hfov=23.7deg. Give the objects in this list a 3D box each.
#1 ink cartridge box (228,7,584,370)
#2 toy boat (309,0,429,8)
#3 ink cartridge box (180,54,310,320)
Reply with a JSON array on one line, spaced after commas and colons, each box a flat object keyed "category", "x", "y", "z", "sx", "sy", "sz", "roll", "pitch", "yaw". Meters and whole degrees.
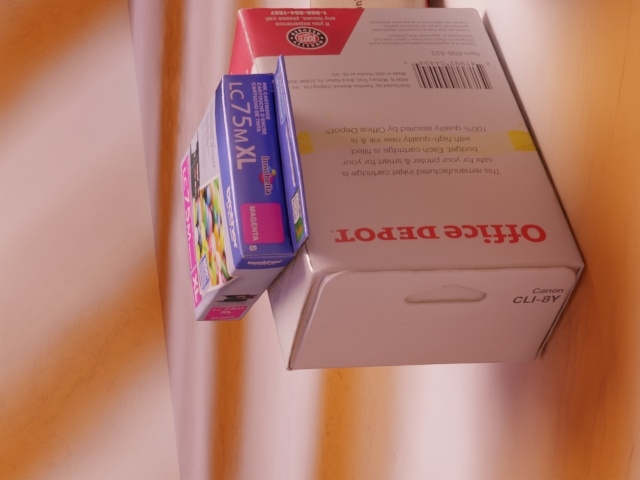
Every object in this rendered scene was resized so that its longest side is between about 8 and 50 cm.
[{"category": "ink cartridge box", "x": 0.070, "y": -0.061, "z": 1.590, "sx": 0.160, "sy": 0.279, "sz": 0.385, "roll": 106, "pitch": 157, "yaw": -46}, {"category": "toy boat", "x": 0.072, "y": -0.240, "z": 1.865, "sx": 0.151, "sy": 0.151, "sz": 0.231, "roll": 49, "pitch": -142, "yaw": -54}, {"category": "ink cartridge box", "x": -0.082, "y": -0.043, "z": 1.520, "sx": 0.311, "sy": 0.065, "sz": 0.186, "roll": 135, "pitch": 130, "yaw": -67}]
